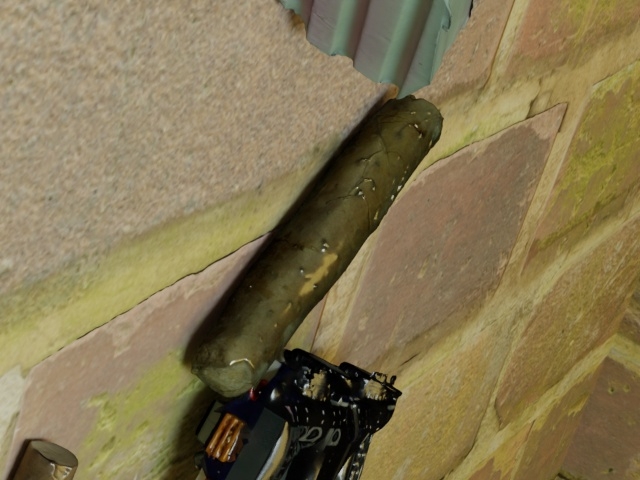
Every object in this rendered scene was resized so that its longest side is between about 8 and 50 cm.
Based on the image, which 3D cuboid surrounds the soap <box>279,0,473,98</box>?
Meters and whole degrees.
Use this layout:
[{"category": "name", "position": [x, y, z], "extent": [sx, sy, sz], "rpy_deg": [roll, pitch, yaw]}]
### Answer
[{"category": "soap", "position": [0.043, -0.198, 1.074], "extent": [0.091, 0.145, 0.230], "rpy_deg": [-57, 176, -15]}]

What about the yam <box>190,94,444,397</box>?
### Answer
[{"category": "yam", "position": [0.000, 0.000, 1.338], "extent": [0.317, 0.067, 0.071], "rpy_deg": [-53, 144, -23]}]

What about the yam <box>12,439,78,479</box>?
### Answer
[{"category": "yam", "position": [-0.243, 0.269, 1.157], "extent": [0.046, 0.046, 0.264], "rpy_deg": [1, 114, -66]}]

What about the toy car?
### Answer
[{"category": "toy car", "position": [-0.027, 0.186, 1.433], "extent": [0.193, 0.118, 0.301], "rpy_deg": [-62, 158, 1]}]
